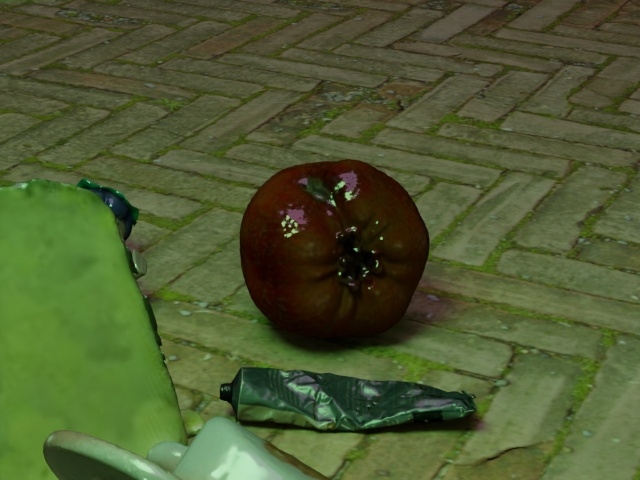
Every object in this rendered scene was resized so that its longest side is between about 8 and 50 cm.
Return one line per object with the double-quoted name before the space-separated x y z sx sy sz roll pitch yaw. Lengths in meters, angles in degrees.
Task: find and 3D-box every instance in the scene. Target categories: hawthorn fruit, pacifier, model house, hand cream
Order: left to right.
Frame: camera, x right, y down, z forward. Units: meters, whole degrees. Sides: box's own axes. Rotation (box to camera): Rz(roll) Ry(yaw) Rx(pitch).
"model house" -0.296 0.106 1.066 0.321 0.261 0.266 -18 -1 -19
"pacifier" -0.053 0.239 0.846 0.332 0.220 0.273 30 30 7
"hawthorn fruit" 0.000 0.000 1.445 0.207 0.207 0.243 -7 12 -16
"hand cream" 0.026 0.148 1.260 0.247 0.052 0.075 0 24 -1

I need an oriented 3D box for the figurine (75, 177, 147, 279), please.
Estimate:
"figurine" -0.268 -0.002 1.524 0.102 0.111 0.195 -37 28 11
